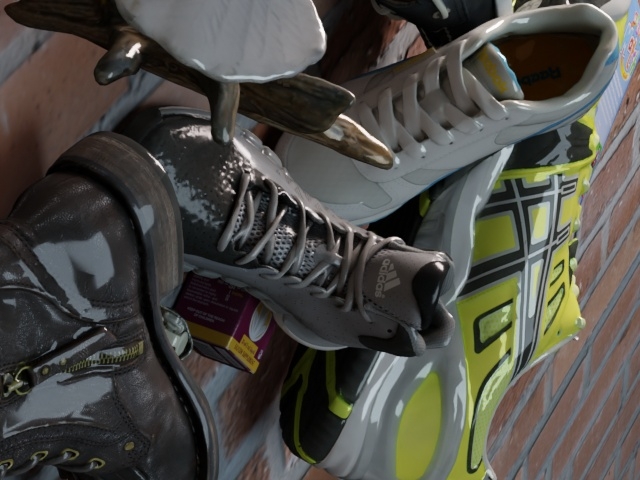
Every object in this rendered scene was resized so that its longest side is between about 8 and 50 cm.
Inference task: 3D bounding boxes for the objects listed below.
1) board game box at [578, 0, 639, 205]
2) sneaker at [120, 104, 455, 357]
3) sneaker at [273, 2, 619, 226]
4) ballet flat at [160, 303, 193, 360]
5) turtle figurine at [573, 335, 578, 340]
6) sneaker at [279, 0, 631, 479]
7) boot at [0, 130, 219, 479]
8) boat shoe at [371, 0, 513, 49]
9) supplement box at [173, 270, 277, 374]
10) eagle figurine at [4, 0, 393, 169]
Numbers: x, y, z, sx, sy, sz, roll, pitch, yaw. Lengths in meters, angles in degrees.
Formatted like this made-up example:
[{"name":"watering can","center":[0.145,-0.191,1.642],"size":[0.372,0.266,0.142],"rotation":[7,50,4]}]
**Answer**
[{"name":"board game box","center":[0.226,-0.121,1.610],"size":[0.211,0.039,0.160],"rotation":[-66,158,-12]},{"name":"sneaker","center":[0.000,0.000,0.977],"size":[0.228,0.132,0.086],"rotation":[34,73,-46]},{"name":"sneaker","center":[0.071,-0.081,1.098],"size":[0.228,0.087,0.092],"rotation":[-26,171,-12]},{"name":"ballet flat","center":[-0.096,0.045,0.979],"size":[0.041,0.041,0.114],"rotation":[-69,158,-6]},{"name":"turtle figurine","center":[0.110,0.097,1.412],"size":[0.175,0.118,0.234],"rotation":[-45,165,-21]},{"name":"sneaker","center":[0.114,-0.006,1.239],"size":[0.385,0.147,0.145],"rotation":[-62,-161,-3]},{"name":"boot","center":[-0.155,0.091,0.827],"size":[0.229,0.091,0.263],"rotation":[-39,135,-43]},{"name":"boat shoe","center":[0.057,-0.184,1.093],"size":[0.091,0.114,0.302],"rotation":[-26,158,-6]},{"name":"supplement box","center":[-0.047,0.028,1.076],"size":[0.083,0.043,0.055],"rotation":[-67,156,-13]},{"name":"eagle figurine","center":[-0.018,-0.203,0.781],"size":[0.226,0.225,0.298],"rotation":[5,114,-57]}]
